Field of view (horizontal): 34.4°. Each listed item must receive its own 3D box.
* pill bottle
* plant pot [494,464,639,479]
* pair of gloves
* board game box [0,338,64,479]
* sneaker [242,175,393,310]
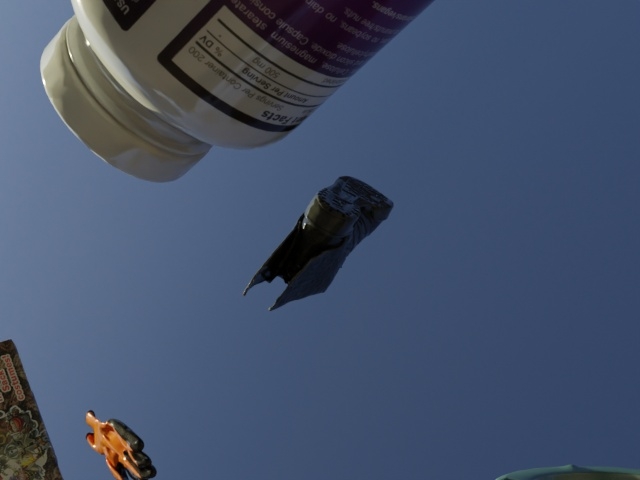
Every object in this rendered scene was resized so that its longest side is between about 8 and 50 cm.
[{"bbox_3d":[-0.025,-0.180,0.623,0.323,0.181,0.181,-39,-117,27],"label":"pill bottle"},{"bbox_3d":[0.202,0.289,0.680,0.271,0.271,0.255,2,-91,9],"label":"plant pot"},{"bbox_3d":[-0.110,0.138,0.567,0.074,0.010,0.083,20,-68,51],"label":"pair of gloves"},{"bbox_3d":[-0.399,0.234,0.925,0.291,0.232,0.141,-16,-111,-26],"label":"board game box"},{"bbox_3d":[0.002,0.001,0.827,0.051,0.170,0.089,34,-73,11],"label":"sneaker"}]
